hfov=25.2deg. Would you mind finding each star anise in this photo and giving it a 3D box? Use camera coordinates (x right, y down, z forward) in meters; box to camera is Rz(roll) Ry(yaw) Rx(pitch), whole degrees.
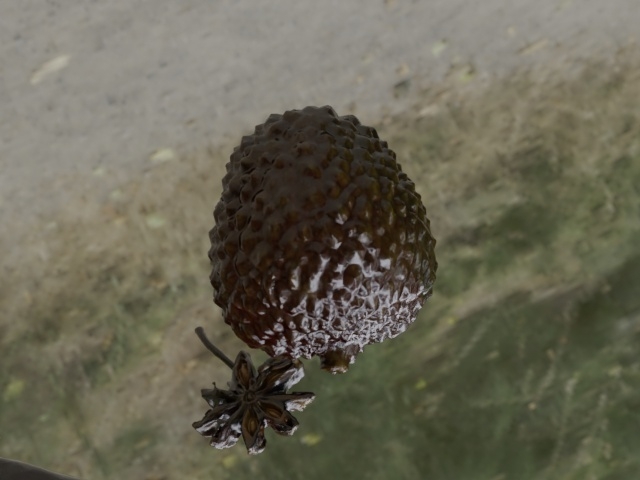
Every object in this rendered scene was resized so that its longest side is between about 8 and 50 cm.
[{"bbox_3d":[-0.090,0.193,1.947,0.177,0.234,0.073,-14,141,12],"label":"star anise"}]

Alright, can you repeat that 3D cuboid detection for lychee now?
[{"bbox_3d":[0.000,0.000,1.451,0.235,0.271,0.236,-4,180,0],"label":"lychee"}]

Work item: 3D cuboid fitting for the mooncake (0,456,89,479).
[{"bbox_3d":[-0.226,0.353,1.488,0.381,0.212,0.350,20,161,-29],"label":"mooncake"}]
